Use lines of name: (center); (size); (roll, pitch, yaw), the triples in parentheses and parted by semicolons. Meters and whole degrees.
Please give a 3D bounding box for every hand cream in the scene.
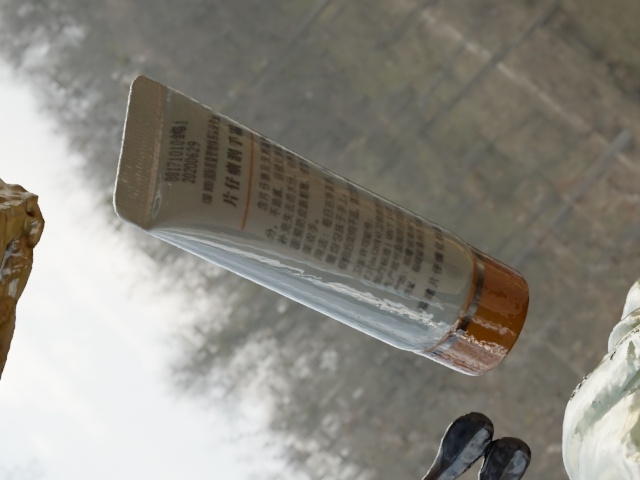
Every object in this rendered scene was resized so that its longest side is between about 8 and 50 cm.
hand cream: (0.000, 0.000, 1.114); (0.314, 0.089, 0.139); (30, -140, -23)

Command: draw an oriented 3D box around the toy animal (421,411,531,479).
toy animal: (-0.008, 0.268, 0.922); (0.225, 0.302, 0.284); (36, -155, -3)

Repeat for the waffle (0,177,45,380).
waffle: (-0.234, 0.124, 0.728); (0.098, 0.327, 0.224); (23, -170, 5)

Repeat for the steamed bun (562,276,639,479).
steamed bun: (0.339, 0.096, 1.236); (0.339, 0.352, 0.247); (1, -139, -44)
